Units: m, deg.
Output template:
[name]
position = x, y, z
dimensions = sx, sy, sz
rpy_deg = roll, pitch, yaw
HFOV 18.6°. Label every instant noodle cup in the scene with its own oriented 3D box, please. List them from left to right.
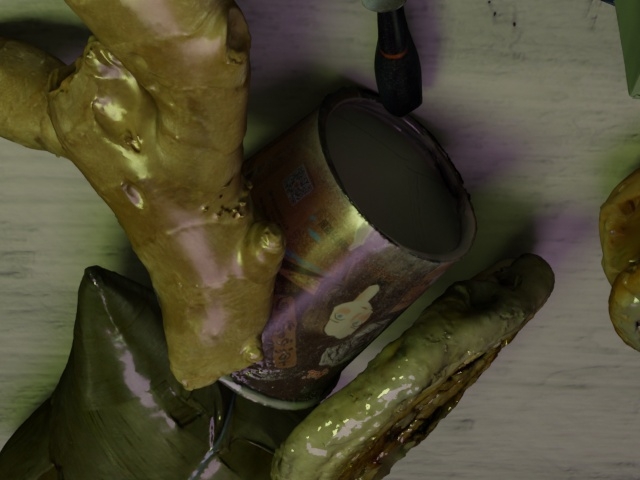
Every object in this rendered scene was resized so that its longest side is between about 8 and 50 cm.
[instant noodle cup]
position = 0.000, 0.000, 1.629
dimensions = 0.217, 0.217, 0.207
rpy_deg = 25, 131, -32

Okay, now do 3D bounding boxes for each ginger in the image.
[ginger]
position = -0.112, -0.072, 1.441
dimensions = 0.348, 0.122, 0.363
rpy_deg = 46, 141, -9

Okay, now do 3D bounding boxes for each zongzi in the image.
[zongzi]
position = -0.229, 0.164, 1.869
dimensions = 0.356, 0.174, 0.393
rpy_deg = -18, 140, 28

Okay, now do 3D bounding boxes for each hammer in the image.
[hammer]
position = 0.052, -0.176, 1.470
dimensions = 0.037, 0.137, 0.290
rpy_deg = -4, 158, 4

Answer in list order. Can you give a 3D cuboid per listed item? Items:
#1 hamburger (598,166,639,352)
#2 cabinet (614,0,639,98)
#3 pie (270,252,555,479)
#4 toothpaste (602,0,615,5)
[hamburger]
position = 0.391, 0.011, 1.681
dimensions = 0.319, 0.158, 0.318
rpy_deg = -1, 144, -1
[cabinet]
position = 0.333, -0.192, 1.412
dimensions = 0.206, 0.145, 0.150
rpy_deg = 4, 143, -8
[pie]
position = 0.085, 0.126, 1.740
dimensions = 0.077, 0.339, 0.339
rpy_deg = 46, 138, 8
[toothpaste]
position = 0.249, -0.187, 1.522
dimensions = 0.140, 0.021, 0.037
rpy_deg = 20, 138, -23
